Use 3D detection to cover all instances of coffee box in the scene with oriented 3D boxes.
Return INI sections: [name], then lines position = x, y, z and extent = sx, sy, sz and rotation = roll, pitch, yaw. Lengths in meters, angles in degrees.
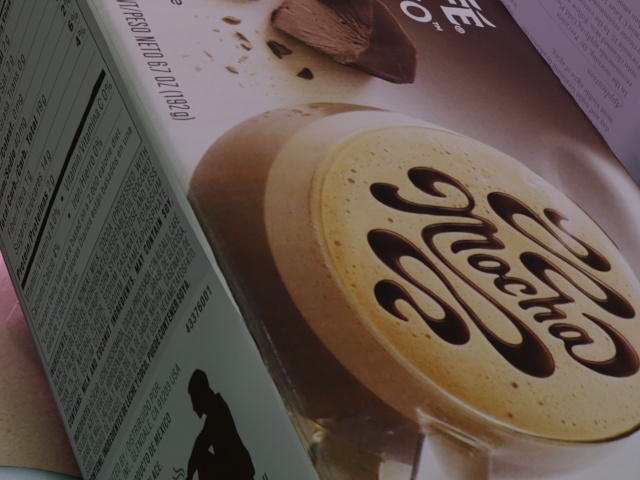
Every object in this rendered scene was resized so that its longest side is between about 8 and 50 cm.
[coffee box]
position = 0.000, 0.000, 0.454
extent = 0.168, 0.119, 0.297
rotation = -2, 48, -33

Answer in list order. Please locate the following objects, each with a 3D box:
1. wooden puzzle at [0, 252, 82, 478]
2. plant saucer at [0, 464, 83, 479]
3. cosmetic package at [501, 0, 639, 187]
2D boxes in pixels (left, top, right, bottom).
[wooden puzzle]
position = -0.116, 0.105, 0.491
extent = 0.348, 0.080, 0.322
rotation = -6, 50, -17
[plant saucer]
position = -0.098, 0.136, 0.388
extent = 0.195, 0.037, 0.195
rotation = 6, 47, -7
[cosmetic package]
position = 0.103, -0.192, 0.690
extent = 0.097, 0.284, 0.377
rotation = -11, 53, -29
